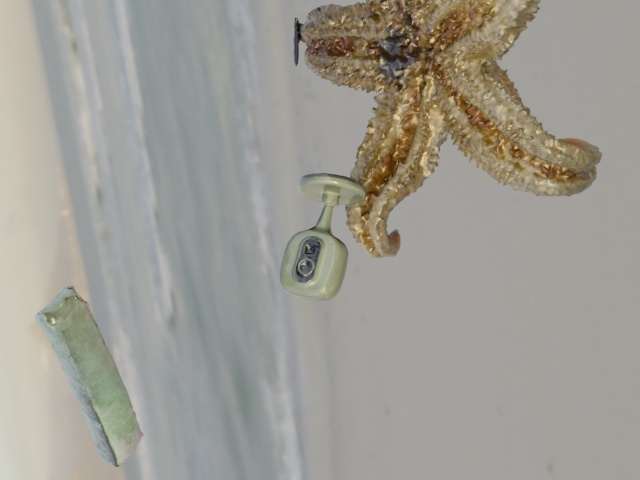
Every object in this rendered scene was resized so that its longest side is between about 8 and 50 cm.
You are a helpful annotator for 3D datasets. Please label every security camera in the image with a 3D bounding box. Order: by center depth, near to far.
[{"bbox_3d":[0.000,0.000,1.066,0.058,0.058,0.092,111,170,-72],"label":"security camera"}]

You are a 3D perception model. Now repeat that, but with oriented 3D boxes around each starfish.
[{"bbox_3d":[0.073,-0.139,1.096,0.303,0.113,0.311,13,112,44],"label":"starfish"}]

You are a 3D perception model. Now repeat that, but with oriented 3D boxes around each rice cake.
[{"bbox_3d":[-0.196,0.117,1.208,0.034,0.043,0.210,26,146,32],"label":"rice cake"}]
